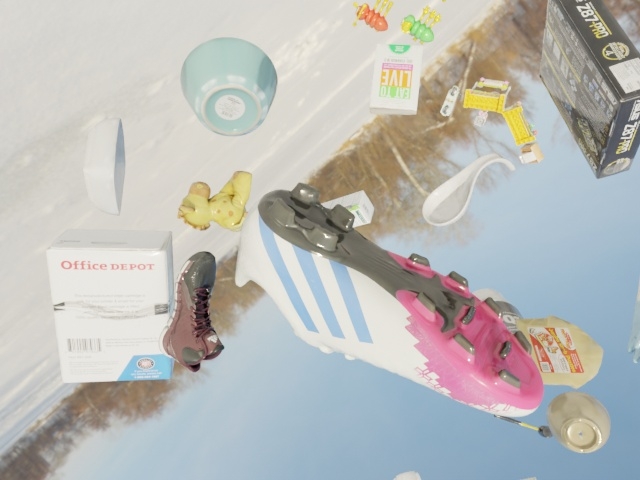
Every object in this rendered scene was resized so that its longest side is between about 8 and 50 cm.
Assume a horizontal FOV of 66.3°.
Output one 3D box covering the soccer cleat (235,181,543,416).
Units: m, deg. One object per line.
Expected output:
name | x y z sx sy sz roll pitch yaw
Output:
soccer cleat | 0.055 0.076 0.503 0.116 0.331 0.143 -40 163 -54

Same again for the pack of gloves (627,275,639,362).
pack of gloves | 0.683 0.157 0.959 0.195 0.046 0.231 -162 -101 -76

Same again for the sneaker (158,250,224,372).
sneaker | -0.265 0.177 1.134 0.107 0.163 0.281 0 115 -53

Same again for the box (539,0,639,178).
box | 0.674 -0.399 1.227 0.097 0.394 0.318 -16 150 10

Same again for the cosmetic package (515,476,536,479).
cosmetic package | 0.512 0.644 1.195 0.041 0.060 0.115 -44 -133 46

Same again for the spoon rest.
spoon rest | 0.397 -0.145 1.349 0.276 0.084 0.137 -40 -142 5

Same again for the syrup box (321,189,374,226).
syrup box | 0.074 -0.099 1.862 0.237 0.093 0.096 -16 -145 31

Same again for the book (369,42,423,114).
book | 0.155 -0.330 1.003 0.035 0.097 0.144 60 36 -76

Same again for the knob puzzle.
knob puzzle | 0.588 0.272 1.195 0.213 0.213 0.030 -46 155 -33

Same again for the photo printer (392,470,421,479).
photo printer | 0.327 0.977 1.648 0.107 0.307 0.255 -11 137 -9

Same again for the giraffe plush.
giraffe plush | -0.275 -0.086 1.255 0.181 0.171 0.210 116 -23 -53

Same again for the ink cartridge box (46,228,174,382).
ink cartridge box | -0.551 0.175 1.342 0.166 0.286 0.394 -115 -152 -67

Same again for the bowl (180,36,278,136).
bowl | -0.280 -0.448 1.533 0.312 0.312 0.163 -39 -136 29

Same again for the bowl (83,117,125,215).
bowl | -0.375 -0.129 0.855 0.142 0.053 0.141 119 -32 -55

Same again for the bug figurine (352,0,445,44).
bug figurine | 0.200 -0.571 1.133 0.072 0.216 0.279 -62 -178 -36

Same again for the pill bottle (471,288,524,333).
pill bottle | 0.610 0.327 1.672 0.204 0.204 0.361 -41 -161 15

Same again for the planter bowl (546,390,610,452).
planter bowl | 0.710 0.512 1.343 0.162 0.162 0.109 -40 170 20

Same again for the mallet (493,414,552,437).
mallet | 0.683 0.617 1.645 0.062 0.190 0.039 96 12 -75

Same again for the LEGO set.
LEGO set | 0.453 -0.317 1.217 0.107 0.287 0.132 -53 172 -41
